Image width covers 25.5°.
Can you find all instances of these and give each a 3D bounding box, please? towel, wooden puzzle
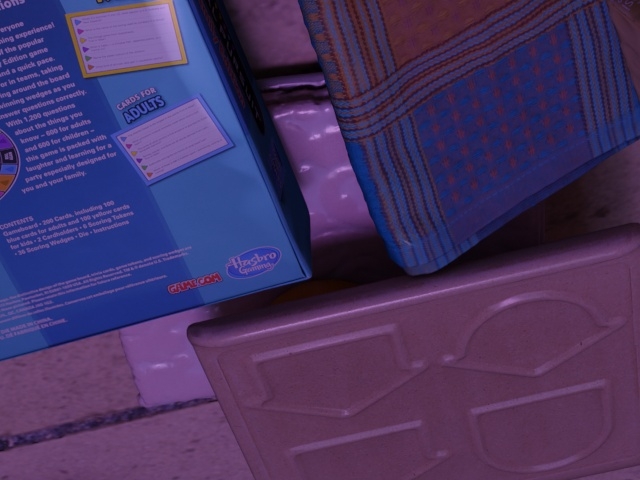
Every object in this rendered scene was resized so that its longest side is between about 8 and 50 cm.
[{"bbox_3d":[0.118,-0.157,0.833,0.271,0.040,0.370,-30,138,-8],"label":"towel"},{"bbox_3d":[0.000,0.000,1.051,0.332,0.053,0.317,-8,137,0],"label":"towel"},{"bbox_3d":[0.091,0.106,1.092,0.322,0.080,0.348,-13,143,5],"label":"wooden puzzle"}]

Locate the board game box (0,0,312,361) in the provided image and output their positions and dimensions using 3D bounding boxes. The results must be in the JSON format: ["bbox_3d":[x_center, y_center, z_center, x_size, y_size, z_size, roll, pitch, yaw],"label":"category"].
[{"bbox_3d":[-0.177,-0.093,0.851,0.254,0.079,0.336,-15,124,10],"label":"board game box"}]

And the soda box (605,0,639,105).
[{"bbox_3d":[0.238,-0.094,0.892,0.058,0.061,0.181,-36,137,-2],"label":"soda box"}]
